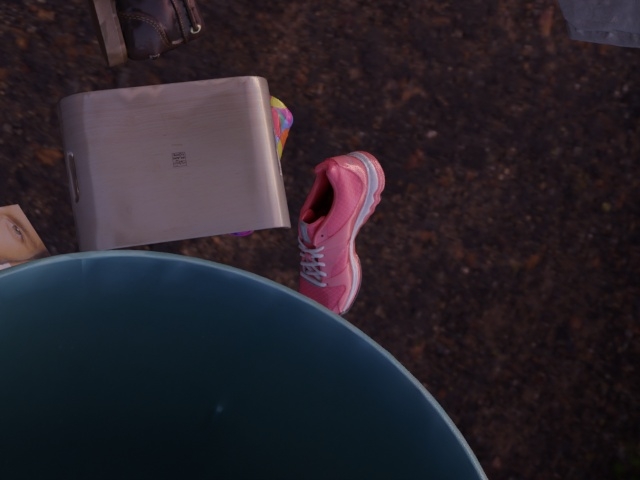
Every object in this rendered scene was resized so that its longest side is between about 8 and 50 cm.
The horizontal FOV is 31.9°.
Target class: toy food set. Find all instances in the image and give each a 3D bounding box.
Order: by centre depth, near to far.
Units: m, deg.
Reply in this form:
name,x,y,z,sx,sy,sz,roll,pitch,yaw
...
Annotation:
name,x,y,z,sx,sy,sz,roll,pitch,yaw
toy food set,-0.204,-0.106,1.589,0.306,0.092,0.220,-8,87,-12

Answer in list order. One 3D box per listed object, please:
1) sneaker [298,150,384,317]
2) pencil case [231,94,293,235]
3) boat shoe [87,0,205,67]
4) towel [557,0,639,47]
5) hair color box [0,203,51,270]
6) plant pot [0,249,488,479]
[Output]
name,x,y,z,sx,sy,sz,roll,pitch,yaw
sneaker,0.000,-0.001,1.868,0.136,0.116,0.314,-3,110,-50
pencil case,-0.119,-0.125,1.823,0.104,0.104,0.236,38,57,-34
boat shoe,-0.112,-0.194,0.644,0.073,0.073,0.207,-17,142,-9
towel,0.261,-0.274,0.826,0.049,0.187,0.282,-32,127,-40
hair color box,-0.532,0.064,1.629,0.110,0.185,0.339,-38,172,23
plant pot,-0.089,0.190,0.512,0.292,0.293,0.235,-5,142,-31
